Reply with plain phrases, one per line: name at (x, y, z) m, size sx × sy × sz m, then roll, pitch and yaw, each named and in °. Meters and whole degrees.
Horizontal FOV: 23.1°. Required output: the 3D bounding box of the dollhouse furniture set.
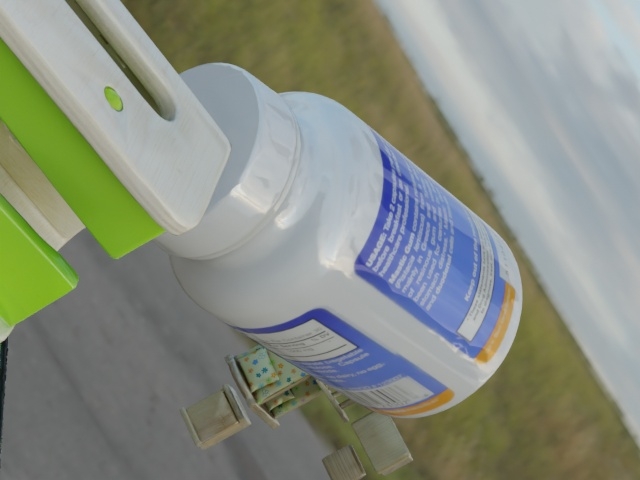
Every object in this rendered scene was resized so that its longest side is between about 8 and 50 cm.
dollhouse furniture set at (-0.031, 0.179, 1.493) m, size 0.161 × 0.182 × 0.101 m, roll 61°, pitch 2°, yaw 24°

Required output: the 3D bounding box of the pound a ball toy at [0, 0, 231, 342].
pound a ball toy at (-0.216, -0.104, 0.692) m, size 0.319 × 0.208 × 0.135 m, roll 52°, pitch 24°, yaw -20°

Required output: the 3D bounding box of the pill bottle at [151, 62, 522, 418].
pill bottle at (0.000, 0.000, 0.988) m, size 0.272 × 0.152 × 0.152 m, roll 36°, pitch 18°, yaw -45°

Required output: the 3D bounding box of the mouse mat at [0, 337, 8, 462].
mouse mat at (-0.231, 0.067, 0.703) m, size 0.190 × 0.007 × 0.152 m, roll 15°, pitch 56°, yaw -28°
